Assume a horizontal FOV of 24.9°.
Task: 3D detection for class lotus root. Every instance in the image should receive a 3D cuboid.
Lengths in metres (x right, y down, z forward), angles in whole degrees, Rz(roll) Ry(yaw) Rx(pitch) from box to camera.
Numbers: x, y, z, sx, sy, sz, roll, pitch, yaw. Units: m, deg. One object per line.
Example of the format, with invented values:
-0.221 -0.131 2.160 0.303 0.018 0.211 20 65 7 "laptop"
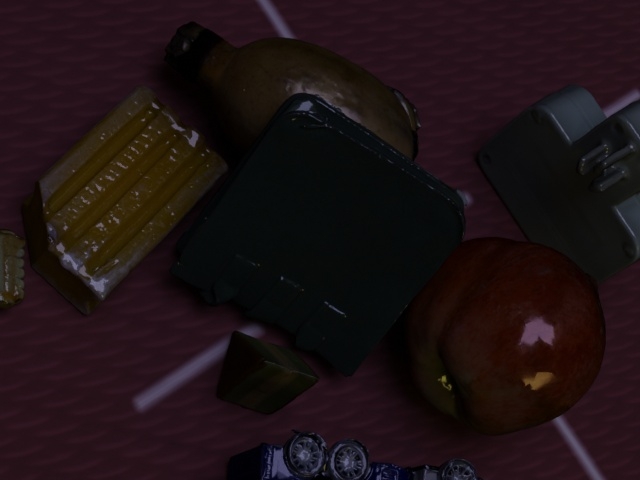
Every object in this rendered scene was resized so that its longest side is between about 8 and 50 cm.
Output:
-0.038 -0.153 1.664 0.310 0.183 0.183 30 59 -6 "lotus root"

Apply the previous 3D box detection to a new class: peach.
0.225 0.099 1.658 0.256 0.232 0.232 -36 87 -24 "peach"

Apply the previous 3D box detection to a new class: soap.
-0.224 -0.047 1.590 0.140 0.073 0.232 42 58 -2 "soap"

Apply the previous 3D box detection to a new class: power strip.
0.320 -0.070 1.752 0.141 0.261 0.229 -29 84 -34 "power strip"

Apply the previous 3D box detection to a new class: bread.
-0.050 0.125 1.562 0.074 0.139 0.084 21 62 -16 "bread"
-0.334 0.031 1.527 0.049 0.033 0.088 8 69 -39 "bread"

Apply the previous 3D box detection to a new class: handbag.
0.000 -0.001 1.585 0.247 0.260 0.079 33 22 -14 "handbag"

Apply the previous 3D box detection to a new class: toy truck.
0.039 0.299 1.544 0.268 0.124 0.155 12 71 -19 "toy truck"
